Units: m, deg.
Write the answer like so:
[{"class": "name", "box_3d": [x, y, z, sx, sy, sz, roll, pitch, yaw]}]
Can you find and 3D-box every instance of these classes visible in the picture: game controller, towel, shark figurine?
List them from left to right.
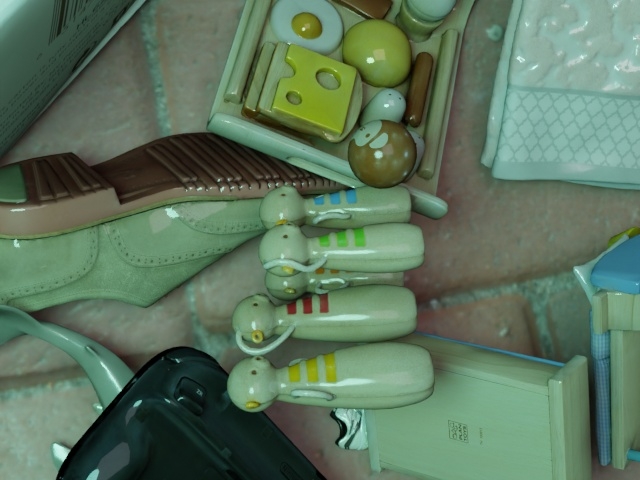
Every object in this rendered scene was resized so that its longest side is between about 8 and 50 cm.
[{"class": "shark figurine", "box_3d": [-0.168, 0.152, 0.996, 0.166, 0.116, 0.278, -26, 95, -21]}, {"class": "game controller", "box_3d": [-0.072, 0.230, 0.974, 0.166, 0.067, 0.319, -45, 123, -10]}, {"class": "towel", "box_3d": [0.337, -0.193, 1.152, 0.331, 0.053, 0.317, 4, 115, -13]}]

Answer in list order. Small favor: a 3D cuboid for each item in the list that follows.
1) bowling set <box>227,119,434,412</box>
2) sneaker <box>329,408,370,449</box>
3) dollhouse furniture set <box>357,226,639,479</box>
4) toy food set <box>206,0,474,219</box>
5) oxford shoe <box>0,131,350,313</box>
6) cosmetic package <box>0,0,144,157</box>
[{"class": "bowling set", "box_3d": [0.000, 0.000, 0.974, 0.154, 0.287, 0.200, -3, 106, -2]}, {"class": "sneaker", "box_3d": [0.026, 0.149, 1.100, 0.037, 0.032, 0.083, -2, 78, -15]}, {"class": "dollhouse furniture set", "box_3d": [0.213, 0.151, 1.128, 0.303, 0.198, 0.286, -28, 120, -45]}, {"class": "toy food set", "box_3d": [0.036, -0.180, 1.110, 0.219, 0.092, 0.306, 20, 54, -10]}, {"class": "oxford shoe", "box_3d": [-0.134, -0.014, 1.073, 0.348, 0.123, 0.130, -8, 118, -24]}, {"class": "cosmetic package", "box_3d": [-0.318, -0.313, 0.928, 0.393, 0.327, 0.329, 40, 71, -4]}]
